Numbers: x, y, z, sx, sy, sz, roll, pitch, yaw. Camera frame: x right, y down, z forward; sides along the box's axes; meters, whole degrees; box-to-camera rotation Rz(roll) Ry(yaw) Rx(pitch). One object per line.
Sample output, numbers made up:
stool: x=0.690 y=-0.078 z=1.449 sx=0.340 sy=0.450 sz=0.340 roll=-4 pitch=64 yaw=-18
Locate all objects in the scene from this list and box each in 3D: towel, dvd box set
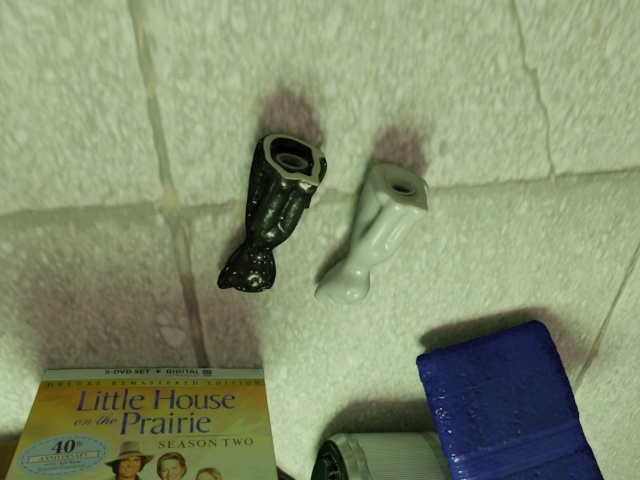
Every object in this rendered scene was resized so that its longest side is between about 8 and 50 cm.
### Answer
towel: x=0.286 y=0.295 z=0.757 sx=0.228 sy=0.308 sz=0.076 roll=-13 pitch=169 yaw=-9
dvd box set: x=-0.193 y=0.314 z=0.553 sx=0.308 sy=0.420 sz=0.062 roll=4 pitch=120 yaw=-15

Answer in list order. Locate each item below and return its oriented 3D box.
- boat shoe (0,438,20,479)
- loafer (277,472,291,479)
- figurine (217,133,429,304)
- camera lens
boat shoe: x=-0.377 y=0.339 z=0.735 sx=0.277 sy=0.098 sz=0.096 roll=-5 pitch=131 yaw=-4
loafer: x=-0.039 y=0.505 z=0.920 sx=0.095 sy=0.109 sz=0.302 roll=-43 pitch=120 yaw=12
figurine: x=0.000 y=0.000 z=0.594 sx=0.215 sy=0.092 sz=0.209 roll=11 pitch=129 yaw=-20
camera lens: x=0.131 y=0.438 z=0.836 sx=0.275 sy=0.219 sz=0.219 roll=5 pitch=123 yaw=-16
